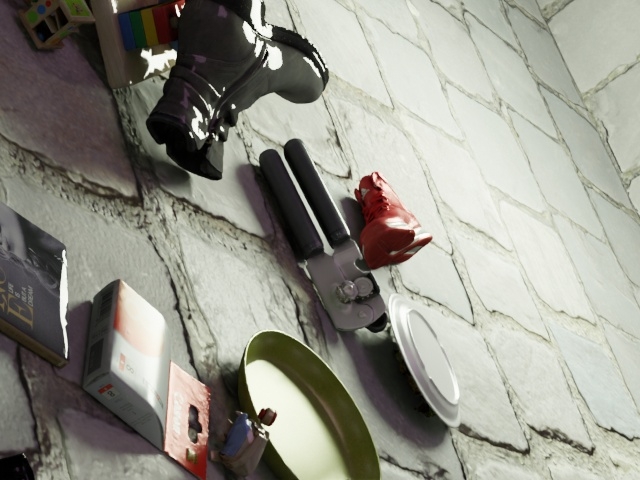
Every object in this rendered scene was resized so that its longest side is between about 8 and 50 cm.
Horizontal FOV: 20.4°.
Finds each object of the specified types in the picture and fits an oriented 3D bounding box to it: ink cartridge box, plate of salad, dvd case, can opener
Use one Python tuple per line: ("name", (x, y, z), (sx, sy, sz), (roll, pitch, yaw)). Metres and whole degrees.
("ink cartridge box", (-0.164, 0.143, 1.827), (0.179, 0.045, 0.145), (40, 27, -28))
("plate of salad", (0.132, 0.164, 2.388), (0.200, 0.048, 0.200), (56, 17, -27))
("dvd case", (-0.325, 0.010, 1.716), (0.221, 0.018, 0.164), (38, 29, -36))
("can opener", (0.000, 0.000, 2.341), (0.093, 0.074, 0.280), (101, -36, -72))

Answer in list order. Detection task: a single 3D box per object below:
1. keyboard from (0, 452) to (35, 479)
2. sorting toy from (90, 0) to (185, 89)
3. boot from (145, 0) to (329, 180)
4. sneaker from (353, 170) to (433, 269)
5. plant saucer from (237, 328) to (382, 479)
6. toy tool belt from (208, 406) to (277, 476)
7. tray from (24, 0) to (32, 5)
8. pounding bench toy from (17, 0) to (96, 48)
("keyboard", (-0.308, 0.214, 1.433), (0.192, 0.038, 0.100), (-8, 82, -53))
("sorting toy", (-0.200, -0.339, 2.220), (0.255, 0.089, 0.257), (-40, 120, -68))
("boot", (-0.112, -0.174, 2.215), (0.338, 0.118, 0.222), (33, 71, -60))
("sneaker", (0.075, -0.033, 2.524), (0.128, 0.087, 0.221), (52, 9, 13))
("plant saucer", (-0.019, 0.213, 2.028), (0.241, 0.037, 0.241), (43, 26, -28))
("toy tool belt", (-0.082, 0.205, 1.879), (0.051, 0.052, 0.083), (30, 65, -13))
("tray", (-0.426, -0.487, 2.125), (0.411, 0.076, 0.203), (51, 23, -13))
("pounding bench toy", (-0.315, -0.269, 2.057), (0.083, 0.065, 0.052), (59, 23, 8))
